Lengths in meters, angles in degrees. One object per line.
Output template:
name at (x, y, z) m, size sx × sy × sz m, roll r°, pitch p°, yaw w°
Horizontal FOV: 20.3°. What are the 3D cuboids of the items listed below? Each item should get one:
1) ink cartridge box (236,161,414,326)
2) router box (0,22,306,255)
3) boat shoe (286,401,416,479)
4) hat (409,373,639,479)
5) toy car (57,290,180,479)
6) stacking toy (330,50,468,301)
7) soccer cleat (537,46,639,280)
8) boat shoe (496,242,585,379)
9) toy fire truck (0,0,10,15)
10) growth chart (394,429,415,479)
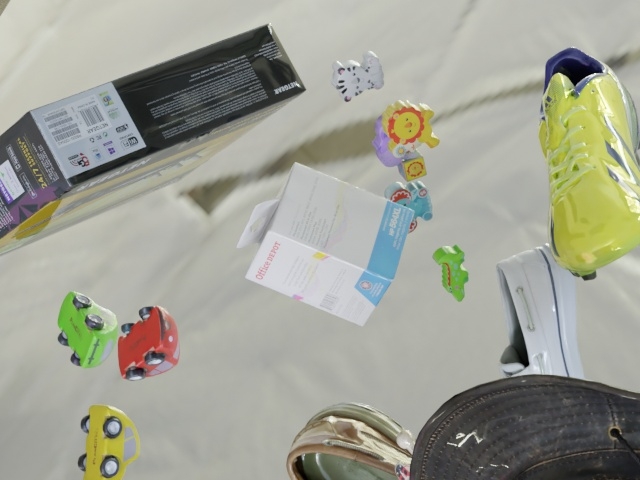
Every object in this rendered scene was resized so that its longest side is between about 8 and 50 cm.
ink cartridge box at (0.000, 0.000, 1.695) m, size 0.092 × 0.143 × 0.090 m, roll 120°, pitch -9°, yaw -54°
router box at (-0.199, -0.086, 1.708) m, size 0.309 × 0.081 × 0.243 m, roll -26°, pitch 177°, yaw -42°
boat shoe at (0.105, 0.272, 1.669) m, size 0.120 × 0.324 × 0.122 m, roll -24°, pitch 139°, yaw -65°
hat at (0.205, 0.235, 1.195) m, size 0.331 × 0.331 × 0.134 m, roll -22°, pitch -147°, yaw 40°
toy car at (-0.229, 0.132, 1.973) m, size 0.225 × 0.053 × 0.239 m, roll 51°, pitch -55°, yaw 47°
stacking toy at (0.077, -0.064, 1.757) m, size 0.052 × 0.221 × 0.167 m, roll -20°, pitch -150°, yaw -9°
soccer cleat at (0.207, -0.066, 1.424) m, size 0.093 × 0.121 × 0.289 m, roll -26°, pitch -160°, yaw 18°
boat shoe at (0.205, 0.115, 1.710) m, size 0.076 × 0.226 × 0.083 m, roll -11°, pitch -169°, yaw -14°
toy fire truck at (-0.536, -0.342, 2.242) m, size 0.217 × 0.246 × 0.158 m, roll -8°, pitch -136°, yaw 35°
growth chart at (0.092, 0.299, 1.543) m, size 0.172 × 0.021 × 0.237 m, roll 46°, pitch -46°, yaw 31°
